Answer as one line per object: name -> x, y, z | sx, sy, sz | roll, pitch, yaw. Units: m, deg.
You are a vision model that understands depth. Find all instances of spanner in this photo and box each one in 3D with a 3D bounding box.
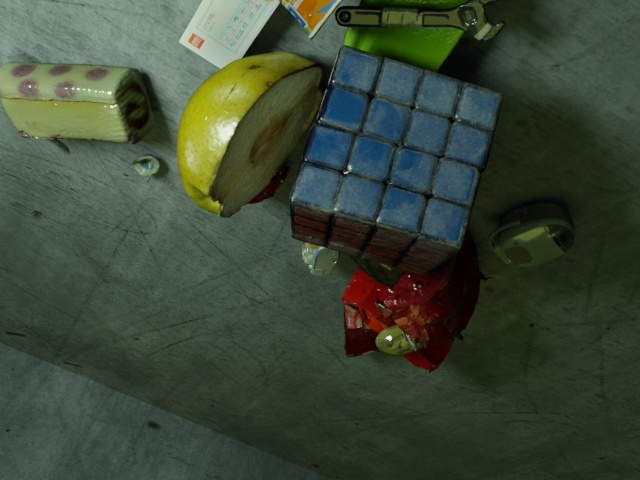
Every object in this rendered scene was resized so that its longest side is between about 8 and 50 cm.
spanner -> 0.182, -0.421, 1.211 | 0.316, 0.024, 0.087 | 6, 136, 11

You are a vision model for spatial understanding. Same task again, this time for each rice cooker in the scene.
rice cooker -> 0.533, -0.016, 1.634 | 0.206, 0.127, 0.145 | -17, 130, 38

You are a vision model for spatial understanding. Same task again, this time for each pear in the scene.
pear -> -0.177, -0.259, 1.401 | 0.191, 0.386, 0.340 | 34, 161, 12

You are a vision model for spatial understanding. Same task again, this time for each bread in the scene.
bread -> -0.595, -0.339, 1.587 | 0.339, 0.155, 0.187 | 6, 132, 14

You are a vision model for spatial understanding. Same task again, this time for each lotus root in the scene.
lotus root -> 0.152, 0.014, 1.743 | 0.275, 0.152, 0.160 | 49, 153, -9

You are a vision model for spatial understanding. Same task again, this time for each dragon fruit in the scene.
dragon fruit -> 0.336, 0.137, 1.702 | 0.282, 0.343, 0.100 | 48, 161, -27
dragon fruit -> -0.185, -0.180, 1.636 | 0.210, 0.172, 0.172 | 28, 139, -14
dragon fruit -> 0.156, 0.284, 2.121 | 0.161, 0.126, 0.274 | 0, 149, 3

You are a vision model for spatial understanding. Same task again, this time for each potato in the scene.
potato -> 0.246, 0.261, 1.793 | 0.188, 0.085, 0.105 | -25, 140, 15

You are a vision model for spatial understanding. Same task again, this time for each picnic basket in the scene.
picnic basket -> -0.480, -0.203, 1.769 | 0.083, 0.083, 0.065 | -18, 125, 30

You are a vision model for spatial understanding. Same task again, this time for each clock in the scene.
clock -> 0.000, 0.000, 1.813 | 0.103, 0.144, 0.231 | -5, 144, -15

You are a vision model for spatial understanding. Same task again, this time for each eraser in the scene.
eraser -> 0.182, -0.446, 1.264 | 0.210, 0.092, 0.274 | 25, 138, -11

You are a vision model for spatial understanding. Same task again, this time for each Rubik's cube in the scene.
Rubik's cube -> 0.140, -0.145, 1.358 | 0.345, 0.336, 0.343 | 17, 168, -1

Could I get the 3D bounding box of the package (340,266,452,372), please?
package -> 0.257, 0.223, 1.943 | 0.423, 0.195, 0.123 | 43, 154, -28

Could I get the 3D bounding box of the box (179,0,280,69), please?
box -> -0.174, -0.480, 1.343 | 0.135, 0.079, 0.269 | 29, 139, -18

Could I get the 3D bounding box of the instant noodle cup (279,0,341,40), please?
instant noodle cup -> -0.011, -0.522, 1.104 | 0.214, 0.296, 0.296 | 36, 137, -12
